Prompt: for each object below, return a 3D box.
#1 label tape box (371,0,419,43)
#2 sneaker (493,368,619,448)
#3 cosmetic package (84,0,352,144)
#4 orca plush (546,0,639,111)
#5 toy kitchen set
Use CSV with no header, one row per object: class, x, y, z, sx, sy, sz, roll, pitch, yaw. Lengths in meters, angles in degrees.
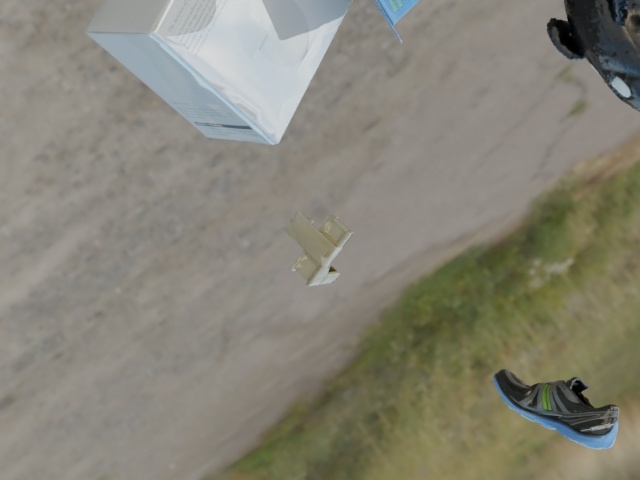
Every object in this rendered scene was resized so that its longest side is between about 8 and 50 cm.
label tape box,0.047,-0.403,1.799,0.106,0.241,0.334,-32,-154,4
sneaker,0.313,0.211,1.981,0.067,0.188,0.078,17,95,-54
cosmetic package,-0.113,-0.267,1.740,0.224,0.138,0.224,41,68,-40
orca plush,0.297,-0.264,1.458,0.151,0.287,0.102,-4,-176,1
toy kitchen set,0.000,0.000,1.798,0.083,0.068,0.075,-52,162,17
